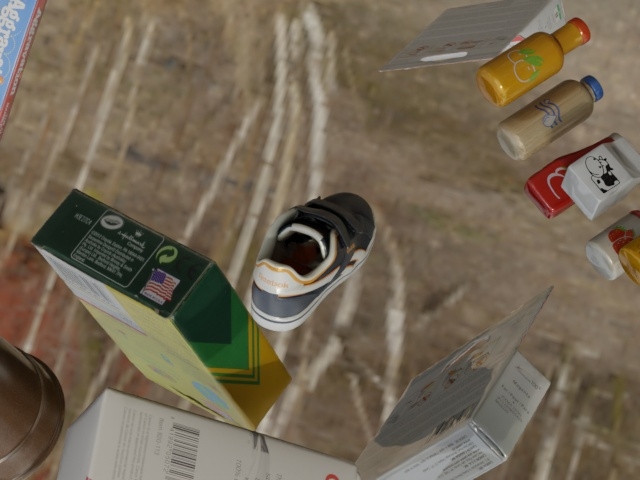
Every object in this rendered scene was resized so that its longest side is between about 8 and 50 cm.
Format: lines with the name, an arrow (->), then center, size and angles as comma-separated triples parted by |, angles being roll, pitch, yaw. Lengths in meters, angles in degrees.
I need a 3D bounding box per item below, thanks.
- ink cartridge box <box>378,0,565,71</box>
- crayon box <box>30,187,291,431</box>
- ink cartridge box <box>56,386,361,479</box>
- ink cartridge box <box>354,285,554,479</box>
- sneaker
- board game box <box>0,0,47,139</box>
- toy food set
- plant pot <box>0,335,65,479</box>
ink cartridge box -> 0.207, -0.261, 2.141 | 0.181, 0.224, 0.056 | -3, 119, 34
crayon box -> -0.157, 0.090, 1.714 | 0.202, 0.081, 0.318 | 26, 160, 30
ink cartridge box -> -0.117, 0.292, 1.561 | 0.283, 0.207, 0.117 | 20, 145, -20
ink cartridge box -> 0.145, 0.192, 1.740 | 0.060, 0.239, 0.275 | 46, 135, -5
sneaker -> 0.000, 0.000, 2.460 | 0.126, 0.321, 0.127 | 20, 132, 15
board game box -> -0.351, -0.119, 1.417 | 0.145, 0.281, 0.027 | 21, -173, 8
toy food set -> 0.237, -0.069, 1.341 | 0.232, 0.104, 0.111 | 52, 165, 19
plant pot -> -0.367, 0.151, 1.623 | 0.167, 0.167, 0.165 | 15, 154, 22
